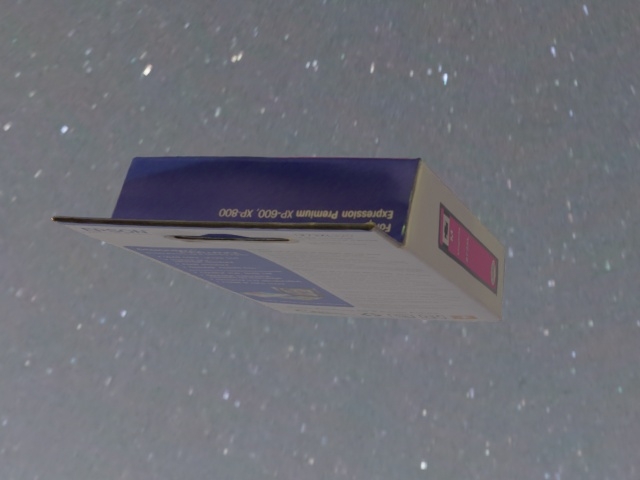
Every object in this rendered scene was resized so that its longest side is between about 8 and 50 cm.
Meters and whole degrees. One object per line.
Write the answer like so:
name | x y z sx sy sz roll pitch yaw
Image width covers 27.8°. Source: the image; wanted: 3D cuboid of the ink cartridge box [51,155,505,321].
ink cartridge box | 0.000 0.000 0.810 0.176 0.371 0.069 1 -98 18
